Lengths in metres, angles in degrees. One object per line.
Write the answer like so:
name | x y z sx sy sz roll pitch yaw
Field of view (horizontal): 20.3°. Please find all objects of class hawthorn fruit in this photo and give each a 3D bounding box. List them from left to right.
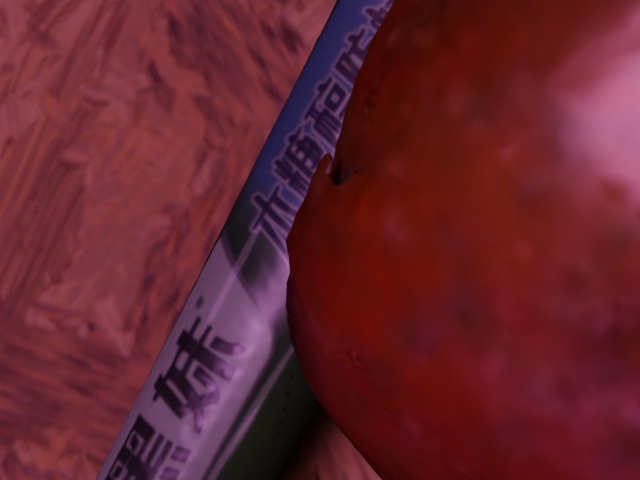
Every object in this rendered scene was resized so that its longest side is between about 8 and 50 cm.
hawthorn fruit | 0.154 0.024 0.518 0.276 0.276 0.307 -41 78 10

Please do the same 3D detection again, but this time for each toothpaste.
toothpaste | 0.000 0.000 0.680 0.099 0.061 0.392 32 98 28
